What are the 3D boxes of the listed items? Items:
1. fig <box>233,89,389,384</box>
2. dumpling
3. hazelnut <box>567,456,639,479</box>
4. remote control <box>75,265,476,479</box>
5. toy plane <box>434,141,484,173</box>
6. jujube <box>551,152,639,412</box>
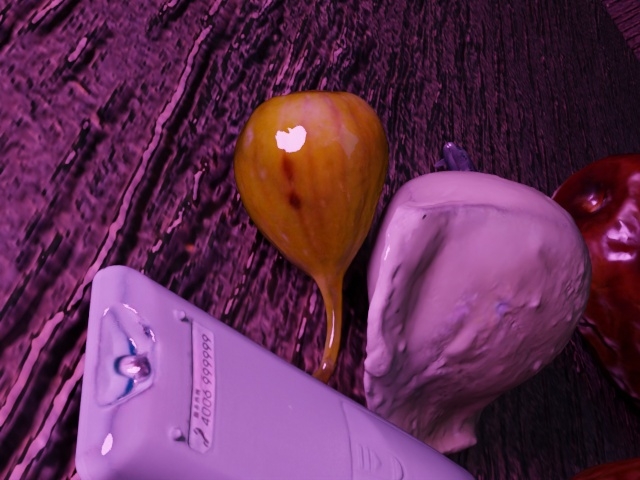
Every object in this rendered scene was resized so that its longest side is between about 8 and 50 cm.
[{"bbox_3d":[-0.013,-0.005,0.613,0.093,0.093,0.166,-5,106,-62],"label":"fig"},{"bbox_3d":[0.085,0.048,0.653,0.252,0.131,0.179,1,108,-68],"label":"dumpling"},{"bbox_3d":[0.206,0.222,0.658,0.178,0.178,0.204,47,56,-26],"label":"hazelnut"},{"bbox_3d":[0.003,0.112,0.521,0.293,0.051,0.103,35,38,-40],"label":"remote control"},{"bbox_3d":[0.128,-0.050,0.927,0.083,0.031,0.078,50,28,-22],"label":"toy plane"},{"bbox_3d":[0.348,0.057,1.030,0.318,0.223,0.223,42,31,-26],"label":"jujube"}]
